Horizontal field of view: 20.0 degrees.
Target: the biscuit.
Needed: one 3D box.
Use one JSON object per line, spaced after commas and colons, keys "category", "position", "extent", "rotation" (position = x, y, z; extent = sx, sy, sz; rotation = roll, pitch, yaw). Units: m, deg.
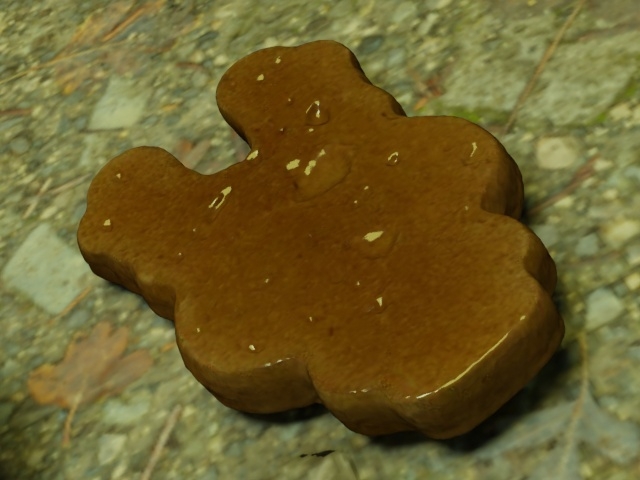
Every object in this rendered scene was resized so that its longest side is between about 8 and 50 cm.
{"category": "biscuit", "position": [0.002, 0.002, 0.860], "extent": [0.186, 0.044, 0.295], "rotation": [-40, 39, -5]}
